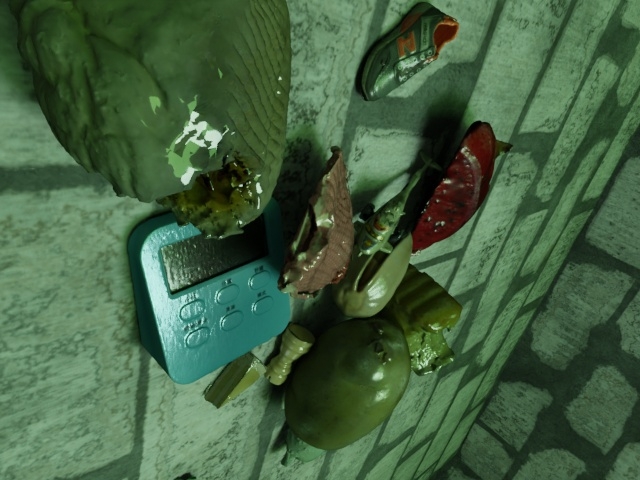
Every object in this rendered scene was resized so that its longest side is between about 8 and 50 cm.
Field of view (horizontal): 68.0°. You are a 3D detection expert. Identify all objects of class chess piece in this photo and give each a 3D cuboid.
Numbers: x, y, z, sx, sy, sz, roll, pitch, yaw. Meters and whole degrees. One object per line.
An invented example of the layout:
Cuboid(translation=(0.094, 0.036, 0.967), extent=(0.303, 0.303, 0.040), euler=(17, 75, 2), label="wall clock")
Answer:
Cuboid(translation=(-0.070, 0.237, 0.979), extent=(0.066, 0.066, 0.122), euler=(16, 112, -54), label="chess piece")

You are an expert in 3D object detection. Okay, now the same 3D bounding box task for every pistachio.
Cuboid(translation=(0.108, 0.061, 0.985), extent=(0.223, 0.126, 0.152), euler=(-56, 167, -9), label="pistachio")

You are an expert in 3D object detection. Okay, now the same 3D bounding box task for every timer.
Cuboid(translation=(-0.152, 0.063, 0.711), extent=(0.232, 0.091, 0.249), euler=(-24, 131, -36), label="timer")

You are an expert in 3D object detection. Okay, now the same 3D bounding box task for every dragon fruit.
Cuboid(translation=(0.321, -0.119, 1.049), extent=(0.282, 0.100, 0.343), euler=(-44, 160, -40), label="dragon fruit")

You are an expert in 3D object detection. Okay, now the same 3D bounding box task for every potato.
Cuboid(translation=(0.061, 0.298, 1.021), extent=(0.326, 0.221, 0.243), euler=(-55, 162, 18), label="potato")

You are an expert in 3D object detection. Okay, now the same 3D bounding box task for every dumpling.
Cuboid(translation=(-0.028, 0.478, 1.210), extent=(0.219, 0.152, 0.108), euler=(-42, 103, 0), label="dumpling")

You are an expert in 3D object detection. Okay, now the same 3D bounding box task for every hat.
Cuboid(translation=(0.000, 0.000, 0.795), extent=(0.286, 0.107, 0.236), euler=(62, 49, -69), label="hat")

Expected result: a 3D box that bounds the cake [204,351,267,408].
Cuboid(translation=(-0.161, 0.268, 0.901), extent=(0.121, 0.052, 0.065), euler=(-49, 147, -9), label="cake")

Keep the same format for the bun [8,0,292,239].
Cuboid(translation=(-0.143, -0.150, 0.438), extent=(0.281, 0.205, 0.281), euler=(11, 90, -85), label="bun")

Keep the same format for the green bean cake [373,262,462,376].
Cuboid(translation=(0.210, 0.184, 1.115), extent=(0.124, 0.233, 0.236), euler=(-32, 139, -20), label="green bean cake")

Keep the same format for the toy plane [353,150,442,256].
Cuboid(translation=(0.149, -0.071, 0.926), extent=(0.286, 0.092, 0.108), euler=(-49, 175, -38), label="toy plane")

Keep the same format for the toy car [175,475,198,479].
Cuboid(translation=(-0.321, 0.561, 0.959), extent=(0.186, 0.058, 0.093), euler=(-32, 141, -30), label="toy car")

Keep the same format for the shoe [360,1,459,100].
Cuboid(translation=(0.142, -0.296, 0.756), extent=(0.194, 0.077, 0.074), euler=(-50, 146, -7), label="shoe")
